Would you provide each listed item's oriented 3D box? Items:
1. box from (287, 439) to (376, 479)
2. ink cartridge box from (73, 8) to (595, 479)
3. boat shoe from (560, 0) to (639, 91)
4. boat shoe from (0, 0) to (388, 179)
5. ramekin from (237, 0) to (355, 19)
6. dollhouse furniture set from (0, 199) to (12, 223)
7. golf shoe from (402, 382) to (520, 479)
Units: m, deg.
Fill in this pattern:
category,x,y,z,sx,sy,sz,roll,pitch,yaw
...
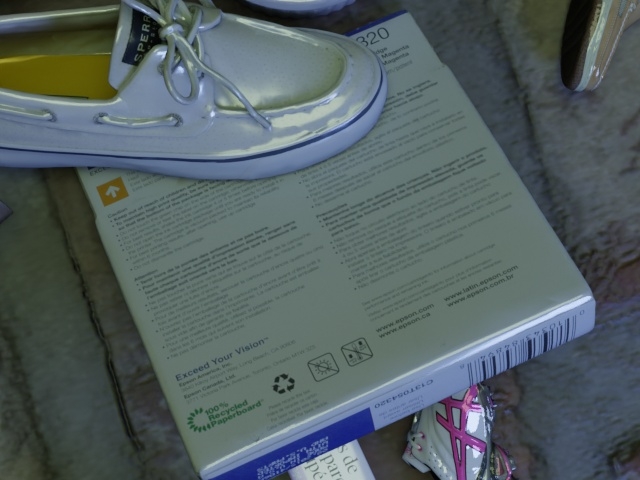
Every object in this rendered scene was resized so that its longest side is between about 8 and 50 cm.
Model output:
category,x,y,z,sx,sy,sz,roll,pitch,yaw
box,0.034,0.245,1.142,0.063,0.067,0.324,-25,86,-5
ink cartridge box,0.000,0.000,1.140,0.324,0.071,0.330,-24,56,-5
boat shoe,0.259,-0.211,1.206,0.072,0.068,0.190,18,83,-12
boat shoe,-0.131,-0.144,1.111,0.367,0.156,0.135,1,62,4
ramekin,-0.021,-0.282,1.175,0.207,0.109,0.207,0,83,-3
dollhouse furniture set,-0.359,-0.038,1.124,0.144,0.123,0.151,-42,87,-7
golf shoe,0.104,0.151,1.154,0.086,0.067,0.186,-16,85,-3
